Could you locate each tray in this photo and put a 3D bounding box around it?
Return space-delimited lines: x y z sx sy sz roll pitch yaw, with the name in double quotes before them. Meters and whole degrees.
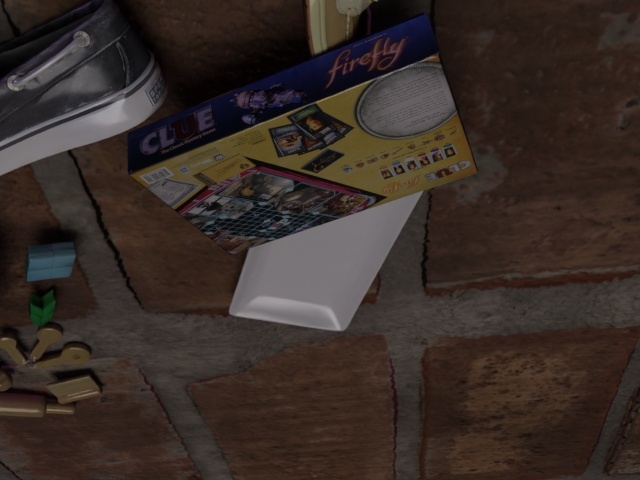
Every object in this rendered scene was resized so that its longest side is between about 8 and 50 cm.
"tray" 0.000 0.000 0.697 0.145 0.030 0.270 11 135 -13

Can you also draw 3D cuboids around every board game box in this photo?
"board game box" -0.007 -0.071 0.539 0.243 0.042 0.165 -18 151 14

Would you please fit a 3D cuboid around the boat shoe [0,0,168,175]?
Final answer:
"boat shoe" -0.277 -0.106 0.518 0.301 0.108 0.102 -16 135 10

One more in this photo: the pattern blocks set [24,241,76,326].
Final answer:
"pattern blocks set" -0.422 0.062 0.651 0.324 0.026 0.285 1 147 -40

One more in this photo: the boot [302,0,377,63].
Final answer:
"boot" 0.066 -0.205 0.457 0.165 0.077 0.213 -5 136 -1

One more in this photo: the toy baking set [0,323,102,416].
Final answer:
"toy baking set" -0.411 0.163 0.848 0.256 0.030 0.197 6 130 -18
